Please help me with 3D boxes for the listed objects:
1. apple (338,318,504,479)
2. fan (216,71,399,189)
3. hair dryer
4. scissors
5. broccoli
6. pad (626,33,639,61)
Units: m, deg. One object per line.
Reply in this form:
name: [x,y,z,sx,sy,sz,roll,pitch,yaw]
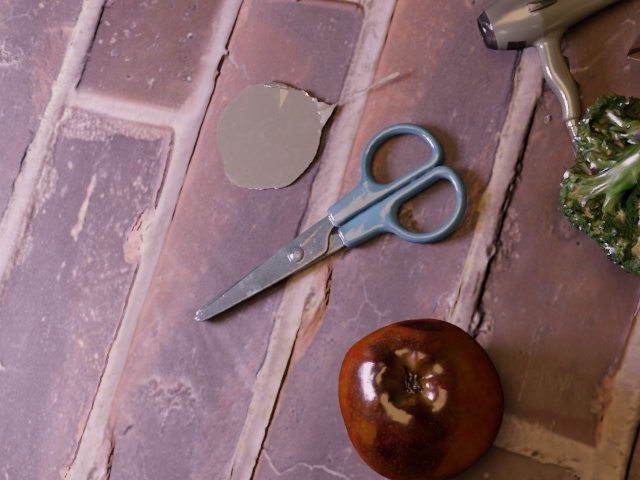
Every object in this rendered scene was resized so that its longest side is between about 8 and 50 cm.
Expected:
apple: [0.131,0.211,1.733,0.230,0.230,0.230,-5,75,17]
fan: [-0.018,-0.188,1.993,0.310,0.010,0.182,-23,71,14]
hair dryer: [0.383,-0.277,1.867,0.229,0.092,0.267,-37,82,-1]
scissors: [0.000,0.000,1.928,0.447,0.029,0.192,-32,68,7]
broccoli: [0.467,-0.094,1.684,0.308,0.275,0.308,-1,51,1]
pad: [0.599,-0.265,1.748,0.330,0.004,0.220,17,47,21]
